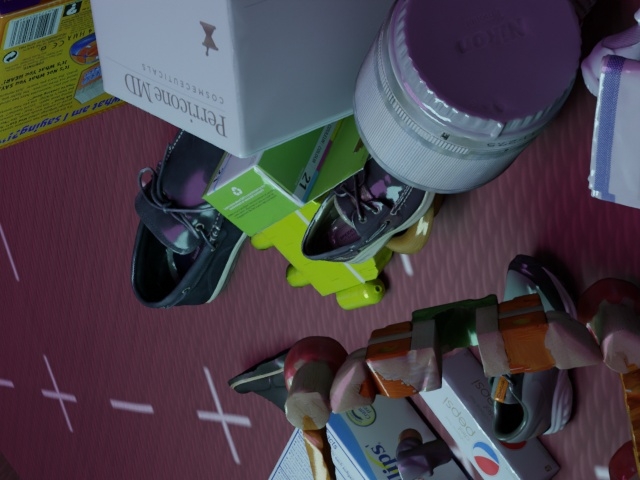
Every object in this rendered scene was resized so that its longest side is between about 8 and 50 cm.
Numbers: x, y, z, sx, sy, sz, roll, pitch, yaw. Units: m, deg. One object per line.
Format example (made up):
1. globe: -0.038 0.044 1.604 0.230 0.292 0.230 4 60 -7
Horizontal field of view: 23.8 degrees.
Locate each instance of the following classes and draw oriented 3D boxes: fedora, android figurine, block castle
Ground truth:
1. fedora: 0.114 -0.080 2.048 0.194 0.079 0.194 29 127 47
2. android figurine: 0.000 0.000 2.229 0.248 0.056 0.273 48 151 -14
3. block castle: 0.191 0.228 1.831 0.213 0.453 0.303 -72 -31 -74

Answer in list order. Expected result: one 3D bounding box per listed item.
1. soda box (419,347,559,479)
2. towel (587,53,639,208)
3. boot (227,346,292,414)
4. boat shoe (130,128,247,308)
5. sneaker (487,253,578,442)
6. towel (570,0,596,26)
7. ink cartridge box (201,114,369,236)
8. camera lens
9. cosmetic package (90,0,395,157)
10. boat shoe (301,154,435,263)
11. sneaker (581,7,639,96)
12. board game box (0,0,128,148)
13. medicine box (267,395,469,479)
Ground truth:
1. soda box: 0.232 0.261 2.109 0.216 0.069 0.074 52 145 19
2. towel: 0.408 -0.087 1.508 0.285 0.034 0.209 13 144 17
3. boot: -0.073 0.268 2.554 0.137 0.077 0.198 60 149 -1
4. boat shoe: -0.206 -0.057 2.456 0.187 0.156 0.500 51 144 25
5. sneaker: 0.266 0.146 1.952 0.100 0.108 0.272 26 130 47
6. towel: 0.269 -0.320 1.721 0.144 0.029 0.197 54 146 22
7. ink cartridge box: -0.024 -0.140 2.047 0.097 0.189 0.255 39 140 -19
8. camera lens: 0.162 -0.186 1.730 0.219 0.219 0.274 61 166 8
9. cosmetic package: -0.084 -0.372 1.915 0.329 0.327 0.394 27 132 44
10. boat shoe: 0.061 -0.047 1.982 0.103 0.092 0.285 63 145 15
11. sneaker: 0.388 -0.267 1.489 0.366 0.137 0.210 -11 100 52
12. board game box: -0.464 -0.414 2.404 0.356 0.356 0.356 54 145 18
13. medicine box: 0.074 0.390 2.343 0.263 0.149 0.289 52 145 21
